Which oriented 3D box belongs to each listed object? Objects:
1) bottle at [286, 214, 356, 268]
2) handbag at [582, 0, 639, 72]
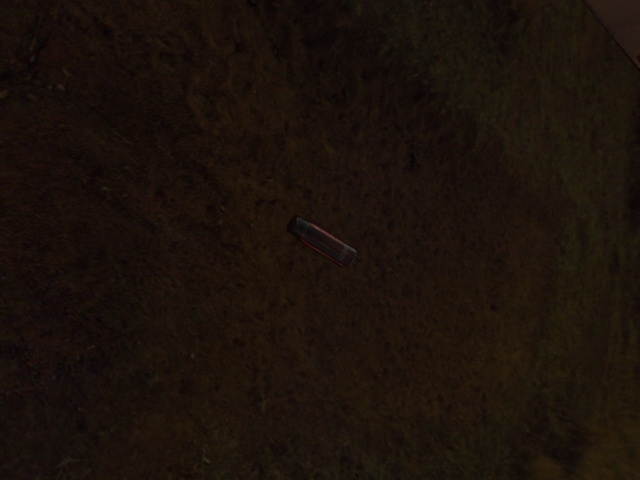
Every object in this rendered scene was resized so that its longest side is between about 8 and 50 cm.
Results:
[{"bbox_3d":[0.000,0.000,1.016,0.164,0.060,0.060,32,70,-16],"label":"bottle"},{"bbox_3d":[0.326,-0.216,0.324,0.157,0.213,0.059,45,46,-9],"label":"handbag"}]
